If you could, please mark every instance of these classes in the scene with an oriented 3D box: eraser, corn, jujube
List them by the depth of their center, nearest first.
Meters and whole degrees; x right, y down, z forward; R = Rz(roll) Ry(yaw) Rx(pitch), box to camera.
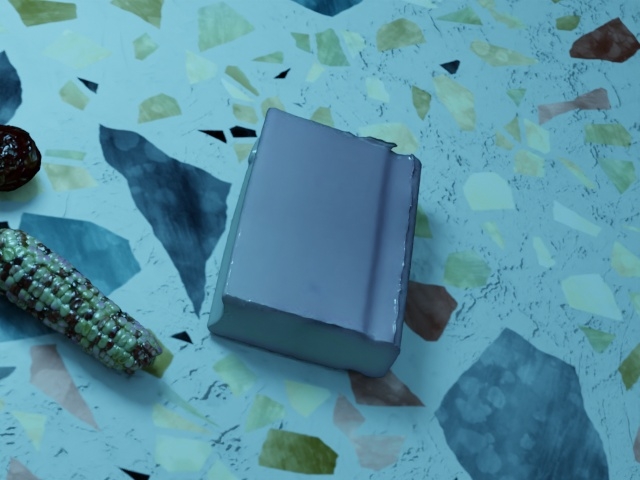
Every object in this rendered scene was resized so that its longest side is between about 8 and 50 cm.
[{"bbox_3d":[-0.340,0.087,1.607,0.280,0.092,0.092,38,52,1],"label":"corn"},{"bbox_3d":[-0.475,-0.110,1.678,0.166,0.104,0.104,-17,65,-25],"label":"jujube"},{"bbox_3d":[0.000,0.000,1.780,0.272,0.122,0.359,15,52,-9],"label":"eraser"}]
